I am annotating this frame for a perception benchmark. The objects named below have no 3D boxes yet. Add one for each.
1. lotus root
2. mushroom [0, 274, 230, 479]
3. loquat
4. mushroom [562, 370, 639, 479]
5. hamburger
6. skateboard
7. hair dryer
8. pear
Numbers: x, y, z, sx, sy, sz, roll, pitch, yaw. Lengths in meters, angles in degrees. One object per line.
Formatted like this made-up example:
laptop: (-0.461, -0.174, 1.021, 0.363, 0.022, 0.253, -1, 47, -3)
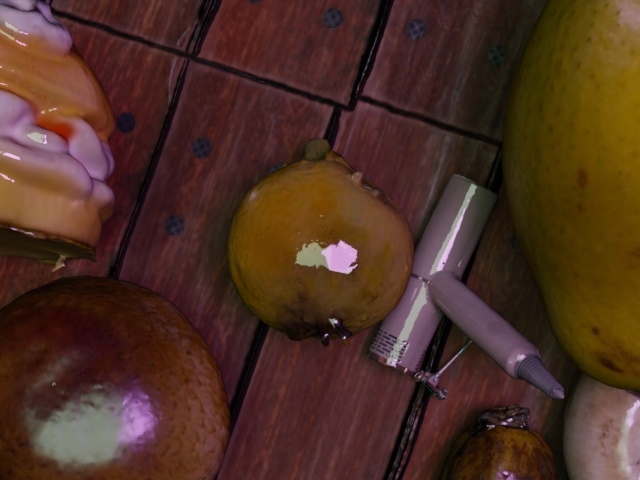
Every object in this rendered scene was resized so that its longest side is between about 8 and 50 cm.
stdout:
lotus root: (0.158, 0.254, 0.829, 0.120, 0.120, 0.209, 12, 88, 6)
mushroom: (-0.213, 0.169, 0.830, 0.263, 0.195, 0.283, -24, 87, -1)
loquat: (0.000, 0.000, 0.837, 0.172, 0.149, 0.204, -1, 75, 7)
mushroom: (0.336, 0.212, 0.777, 0.254, 0.195, 0.189, 5, 93, 9)
hamburger: (-0.313, -0.105, 0.822, 0.276, 0.276, 0.236, 5, 79, 6)
skateboard: (0.132, 0.116, 0.866, 0.032, 0.064, 0.083, 44, 85, -7)
hair dryer: (0.147, 0.050, 0.799, 0.054, 0.220, 0.195, 25, 90, -31)
pear: (0.322, -0.082, 0.703, 0.362, 0.362, 0.418, 9, 87, 6)
